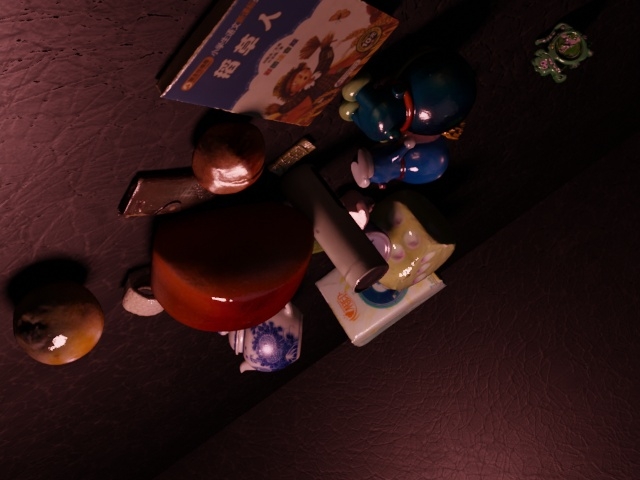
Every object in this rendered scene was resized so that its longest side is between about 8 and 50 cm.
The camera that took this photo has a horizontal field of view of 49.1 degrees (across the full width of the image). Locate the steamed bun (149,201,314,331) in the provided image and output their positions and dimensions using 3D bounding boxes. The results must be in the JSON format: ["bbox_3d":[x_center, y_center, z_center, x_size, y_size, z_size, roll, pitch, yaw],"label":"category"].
[{"bbox_3d":[-0.196,0.070,1.620,0.379,0.248,0.235,-9,151,-25],"label":"steamed bun"}]

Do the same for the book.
[{"bbox_3d":[-0.058,-0.340,1.260,0.300,0.039,0.428,-44,159,27],"label":"book"}]

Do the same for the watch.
[{"bbox_3d":[0.651,-0.512,1.913,0.165,0.131,0.152,-43,178,13],"label":"watch"}]

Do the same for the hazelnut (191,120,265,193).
[{"bbox_3d":[-0.179,-0.166,1.367,0.154,0.143,0.143,-38,162,35],"label":"hazelnut"}]

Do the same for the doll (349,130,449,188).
[{"bbox_3d":[0.210,-0.220,1.850,0.256,0.161,0.215,-10,172,-17],"label":"doll"}]

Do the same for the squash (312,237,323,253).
[{"bbox_3d":[0.000,0.000,2.121,0.077,0.068,0.219,-25,171,42],"label":"squash"}]

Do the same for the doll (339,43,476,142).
[{"bbox_3d":[0.210,-0.313,1.546,0.321,0.186,0.198,-27,160,-11],"label":"doll"}]

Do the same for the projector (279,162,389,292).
[{"bbox_3d":[0.029,-0.034,1.687,0.108,0.337,0.108,-30,157,-14],"label":"projector"}]

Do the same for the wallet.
[{"bbox_3d":[-0.302,-0.098,1.460,0.232,0.031,0.122,-13,150,-47],"label":"wallet"}]

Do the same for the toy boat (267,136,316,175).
[{"bbox_3d":[-0.066,-0.194,1.632,0.115,0.016,0.063,-38,161,11],"label":"toy boat"}]

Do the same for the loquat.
[{"bbox_3d":[-0.556,0.172,1.488,0.179,0.179,0.227,-28,164,-16],"label":"loquat"}]

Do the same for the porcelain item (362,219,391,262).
[{"bbox_3d":[0.128,0.015,2.110,0.147,0.114,0.147,-12,120,-22],"label":"porcelain item"}]

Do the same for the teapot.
[{"bbox_3d":[-0.201,0.301,2.312,0.279,0.252,0.424,6,130,-4],"label":"teapot"}]

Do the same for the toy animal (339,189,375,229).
[{"bbox_3d":[0.089,-0.094,2.026,0.124,0.124,0.212,-40,-168,18],"label":"toy animal"}]

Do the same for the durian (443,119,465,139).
[{"bbox_3d":[0.299,-0.324,1.787,0.132,0.165,0.182,-10,149,31],"label":"durian"}]

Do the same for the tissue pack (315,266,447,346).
[{"bbox_3d":[0.214,0.156,2.520,0.388,0.287,0.162,-37,157,10],"label":"tissue pack"}]

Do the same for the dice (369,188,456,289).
[{"bbox_3d":[0.273,-0.003,2.284,0.252,0.254,0.249,-45,161,26],"label":"dice"}]

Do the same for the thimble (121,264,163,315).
[{"bbox_3d":[-0.419,0.124,1.702,0.115,0.102,0.090,10,141,-22],"label":"thimble"}]
